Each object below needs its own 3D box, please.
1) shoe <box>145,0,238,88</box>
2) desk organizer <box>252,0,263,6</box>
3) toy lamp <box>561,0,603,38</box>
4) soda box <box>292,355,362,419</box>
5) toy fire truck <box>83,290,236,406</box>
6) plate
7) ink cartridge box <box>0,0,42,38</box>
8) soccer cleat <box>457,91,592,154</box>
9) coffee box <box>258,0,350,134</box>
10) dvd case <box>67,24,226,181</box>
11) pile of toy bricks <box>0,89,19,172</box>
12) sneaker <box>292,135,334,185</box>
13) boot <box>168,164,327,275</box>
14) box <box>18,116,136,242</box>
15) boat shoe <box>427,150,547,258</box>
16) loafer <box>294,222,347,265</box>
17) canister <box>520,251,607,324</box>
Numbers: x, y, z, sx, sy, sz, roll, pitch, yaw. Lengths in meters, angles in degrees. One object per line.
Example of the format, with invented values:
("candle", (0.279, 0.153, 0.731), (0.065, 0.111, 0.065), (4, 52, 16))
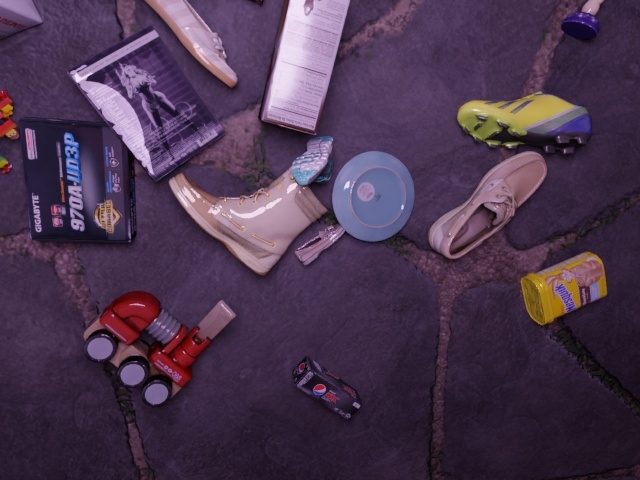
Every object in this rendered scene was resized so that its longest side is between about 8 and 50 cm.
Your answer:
("shoe", (-0.216, -0.362, 0.755), (0.058, 0.076, 0.219), (-40, 107, 9))
("desk organizer", (-0.104, -0.484, 0.755), (0.050, 0.047, 0.130), (19, 102, -12))
("toy lamp", (0.572, -0.535, 0.840), (0.080, 0.080, 0.274), (21, 102, -15))
("soda box", (0.016, 0.342, 1.015), (0.169, 0.060, 0.053), (40, 98, -19))
("toy fire truck", (-0.305, 0.178, 0.876), (0.246, 0.158, 0.217), (-44, 108, -8))
("plate", (0.116, -0.089, 0.904), (0.188, 0.024, 0.188), (-3, 100, -18))
("ink cartridge box", (-0.595, -0.337, 0.630), (0.278, 0.201, 0.117), (-24, 110, -3))
("soccer cleat", (0.418, -0.256, 0.907), (0.289, 0.093, 0.121), (7, 75, -8))
("coffee box", (-0.033, -0.321, 0.767), (0.098, 0.141, 0.246), (12, 105, -13))
("dvd case", (-0.299, -0.241, 0.781), (0.164, 0.018, 0.221), (-41, 111, -18))
("pile of toy bricks", (-0.591, -0.149, 0.753), (0.212, 0.118, 0.105), (-41, 148, -7))
("sneaker", (-0.004, -0.135, 0.825), (0.065, 0.166, 0.076), (-1, 123, 21))
("boot", (-0.133, -0.081, 0.844), (0.203, 0.095, 0.262), (-44, 110, 5))
("box", (-0.437, -0.108, 0.805), (0.175, 0.051, 0.220), (2, 106, -11))
("boat shoe", (0.369, -0.070, 0.933), (0.302, 0.098, 0.109), (-39, 109, 3))
("loafer", (0.000, 0.000, 0.921), (0.125, 0.045, 0.039), (-42, 102, 7))
("canister", (0.577, 0.111, 1.038), (0.170, 0.073, 0.126), (-22, 109, -4))
